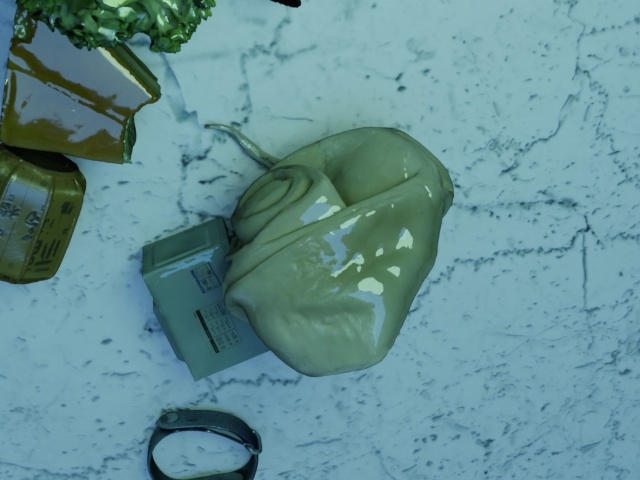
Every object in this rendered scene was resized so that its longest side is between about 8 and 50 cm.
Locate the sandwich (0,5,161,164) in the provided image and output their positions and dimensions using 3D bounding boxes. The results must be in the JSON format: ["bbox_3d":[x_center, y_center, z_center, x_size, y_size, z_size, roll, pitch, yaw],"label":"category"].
[{"bbox_3d":[-0.313,-0.237,1.030,0.198,0.155,0.228,9,110,-18],"label":"sandwich"}]

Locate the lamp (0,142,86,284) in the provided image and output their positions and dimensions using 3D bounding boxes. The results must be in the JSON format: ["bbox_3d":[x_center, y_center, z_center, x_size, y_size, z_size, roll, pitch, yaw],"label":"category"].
[{"bbox_3d":[-0.428,-0.039,1.089,0.161,0.161,0.185,18,105,-19],"label":"lamp"}]

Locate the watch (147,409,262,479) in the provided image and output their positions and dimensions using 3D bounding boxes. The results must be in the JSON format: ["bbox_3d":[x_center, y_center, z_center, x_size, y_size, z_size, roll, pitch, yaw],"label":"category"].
[{"bbox_3d":[-0.207,0.393,1.374,0.206,0.068,0.193,-6,115,-8],"label":"watch"}]

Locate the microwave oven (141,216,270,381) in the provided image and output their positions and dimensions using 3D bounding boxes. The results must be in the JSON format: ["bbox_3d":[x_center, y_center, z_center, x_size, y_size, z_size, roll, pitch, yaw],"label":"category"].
[{"bbox_3d":[-0.182,0.092,1.217,0.162,0.122,0.208,-21,115,-3],"label":"microwave oven"}]

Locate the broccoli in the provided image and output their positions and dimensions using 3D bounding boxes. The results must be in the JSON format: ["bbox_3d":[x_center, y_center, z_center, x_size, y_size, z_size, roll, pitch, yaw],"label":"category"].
[{"bbox_3d":[-0.237,-0.339,0.828,0.288,0.259,0.236,5,88,-33],"label":"broccoli"}]

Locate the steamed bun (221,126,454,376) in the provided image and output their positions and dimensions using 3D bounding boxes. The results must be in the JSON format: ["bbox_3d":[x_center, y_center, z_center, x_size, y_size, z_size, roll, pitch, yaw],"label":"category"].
[{"bbox_3d":[0.000,0.000,1.076,0.255,0.342,0.368,30,64,-15],"label":"steamed bun"}]

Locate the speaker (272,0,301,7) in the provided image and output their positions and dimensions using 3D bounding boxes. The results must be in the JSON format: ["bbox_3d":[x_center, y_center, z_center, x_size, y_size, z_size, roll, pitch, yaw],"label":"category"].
[{"bbox_3d":[-0.074,-0.512,1.000,0.259,0.198,0.330,25,92,19],"label":"speaker"}]

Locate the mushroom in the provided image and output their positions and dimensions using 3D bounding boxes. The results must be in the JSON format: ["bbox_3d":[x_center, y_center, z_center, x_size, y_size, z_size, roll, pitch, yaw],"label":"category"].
[{"bbox_3d":[-0.035,-0.134,1.202,0.306,0.043,0.068,5,97,-14],"label":"mushroom"}]
